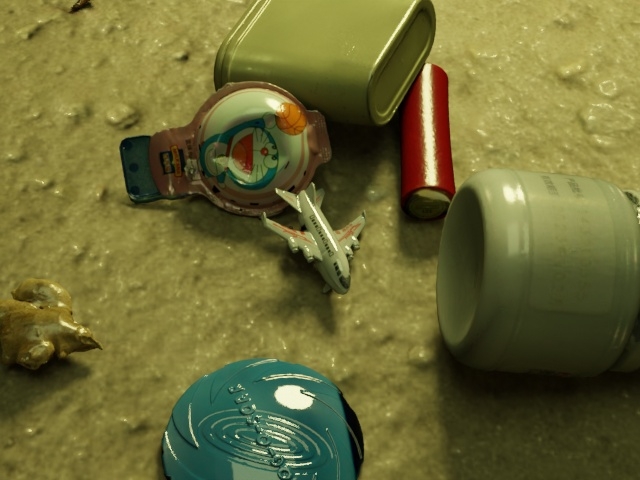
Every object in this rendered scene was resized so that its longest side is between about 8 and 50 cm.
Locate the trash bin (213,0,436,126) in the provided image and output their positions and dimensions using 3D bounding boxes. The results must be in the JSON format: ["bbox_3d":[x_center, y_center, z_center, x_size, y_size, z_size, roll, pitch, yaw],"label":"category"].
[{"bbox_3d":[0.010,-0.268,1.718,0.247,0.121,0.243,11,53,27],"label":"trash bin"}]

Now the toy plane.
[{"bbox_3d":[0.000,0.000,1.591,0.162,0.065,0.171,-2,62,-34],"label":"toy plane"}]

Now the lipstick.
[{"bbox_3d":[0.146,-0.140,1.697,0.080,0.080,0.241,2,54,-1],"label":"lipstick"}]

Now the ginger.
[{"bbox_3d":[-0.389,0.115,1.502,0.214,0.059,0.133,-16,52,-15],"label":"ginger"}]

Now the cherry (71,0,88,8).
[{"bbox_3d":[-0.424,-0.454,1.894,0.107,0.090,0.225,-13,64,-26],"label":"cherry"}]

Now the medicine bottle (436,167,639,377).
[{"bbox_3d":[0.314,0.044,1.471,0.306,0.245,0.245,5,54,-9],"label":"medicine bottle"}]

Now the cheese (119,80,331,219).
[{"bbox_3d":[-0.129,-0.117,1.647,0.286,0.074,0.189,-9,93,4],"label":"cheese"}]

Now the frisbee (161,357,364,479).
[{"bbox_3d":[-0.068,0.239,1.439,0.242,0.045,0.242,1,56,-2],"label":"frisbee"}]
